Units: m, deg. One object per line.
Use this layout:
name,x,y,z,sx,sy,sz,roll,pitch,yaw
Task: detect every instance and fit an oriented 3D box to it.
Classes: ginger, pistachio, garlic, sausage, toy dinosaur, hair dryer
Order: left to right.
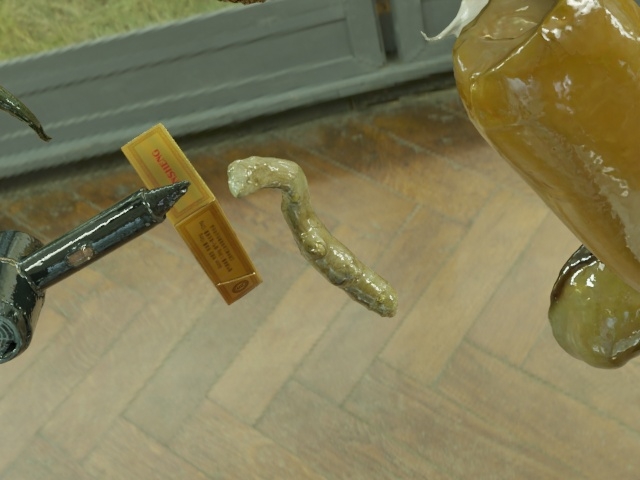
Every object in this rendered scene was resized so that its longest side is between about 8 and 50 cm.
toy dinosaur,-0.437,-0.200,1.249,0.187,0.179,0.087,31,105,26
hair dryer,-0.318,0.018,1.312,0.352,0.107,0.189,-29,30,14
ginger,0.000,0.000,1.164,0.075,0.288,0.089,-40,34,4
garlic,0.298,-0.370,1.706,0.266,0.128,0.148,17,68,-22
pistachio,0.346,0.056,1.143,0.165,0.210,0.130,16,37,-11
sausage,0.233,-0.043,0.710,0.134,0.354,0.116,-56,31,-11

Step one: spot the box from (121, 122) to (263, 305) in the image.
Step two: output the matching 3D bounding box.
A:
box,-0.191,-0.033,1.550,0.076,0.274,0.174,-33,60,-6

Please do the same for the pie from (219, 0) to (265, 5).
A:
pie,-0.064,-0.357,1.096,0.273,0.273,0.069,-19,54,0
